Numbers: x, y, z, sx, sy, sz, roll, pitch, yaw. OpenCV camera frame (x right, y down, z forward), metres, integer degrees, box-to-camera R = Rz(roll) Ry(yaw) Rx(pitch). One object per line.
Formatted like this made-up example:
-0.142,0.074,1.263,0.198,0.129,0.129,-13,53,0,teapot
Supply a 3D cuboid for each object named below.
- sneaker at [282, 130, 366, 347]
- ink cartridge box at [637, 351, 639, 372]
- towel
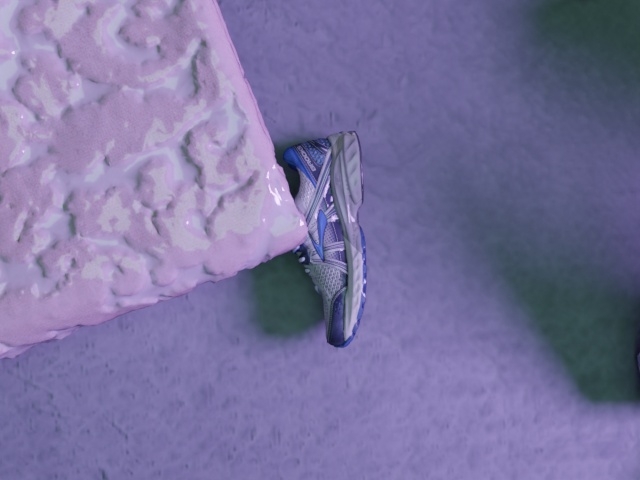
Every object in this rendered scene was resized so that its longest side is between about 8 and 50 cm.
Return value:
0.000,0.000,0.469,0.058,0.052,0.135,-3,83,4,sneaker
0.319,0.020,0.426,0.189,0.066,0.232,2,130,-6,ink cartridge box
-0.213,-0.086,0.423,0.332,0.053,0.316,-20,93,2,towel
